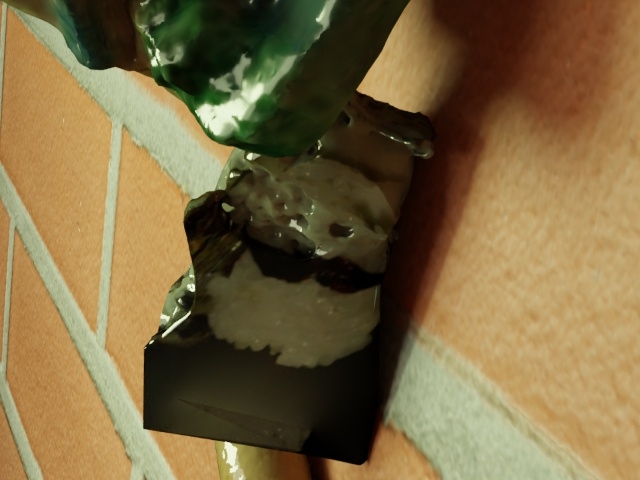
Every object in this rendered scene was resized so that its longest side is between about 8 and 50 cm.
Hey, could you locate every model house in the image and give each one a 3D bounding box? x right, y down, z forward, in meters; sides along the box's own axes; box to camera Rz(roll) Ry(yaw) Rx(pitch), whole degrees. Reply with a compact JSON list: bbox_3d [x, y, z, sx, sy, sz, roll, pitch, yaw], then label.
[{"bbox_3d":[-0.089,-0.231,0.623,0.312,0.280,0.245,-59,31,17],"label":"model house"}]

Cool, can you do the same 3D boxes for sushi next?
[{"bbox_3d":[-0.016,-0.012,0.784,0.109,0.134,0.273,-78,-2,-54],"label":"sushi"}]

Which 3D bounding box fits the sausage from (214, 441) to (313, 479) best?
[{"bbox_3d":[-0.023,0.212,0.861,0.066,0.065,0.301,127,137,-58],"label":"sausage"}]
